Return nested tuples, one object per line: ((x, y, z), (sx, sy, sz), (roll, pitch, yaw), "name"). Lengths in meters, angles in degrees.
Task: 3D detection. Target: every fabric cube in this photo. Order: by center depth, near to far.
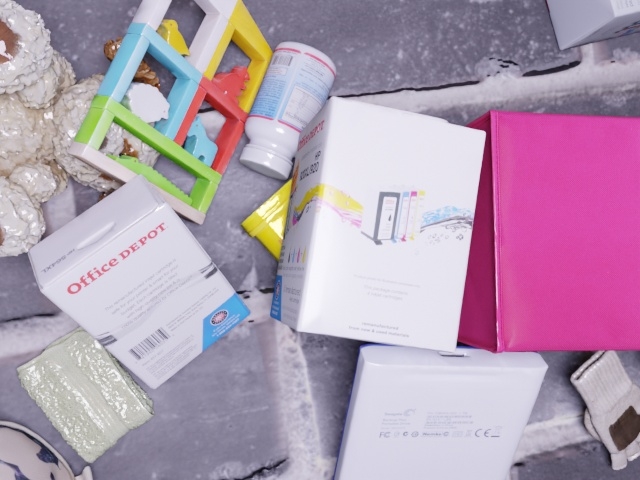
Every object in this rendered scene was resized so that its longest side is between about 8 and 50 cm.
((0.278, -0.002, 0.733), (0.259, 0.259, 0.253), (-1, 88, -9), "fabric cube")

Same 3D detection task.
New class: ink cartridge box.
((0.054, -0.012, 0.660), (0.169, 0.171, 0.232), (10, 86, -13), "ink cartridge box")
((-0.195, 0.050, 0.672), (0.148, 0.086, 0.203), (-37, 133, -10), "ink cartridge box")
((0.433, -0.368, 0.846), (0.176, 0.127, 0.128), (-17, 90, -12), "ink cartridge box")

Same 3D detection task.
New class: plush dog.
((-0.296, -0.124, 0.691), (0.226, 0.211, 0.262), (3, 105, -28), "plush dog")

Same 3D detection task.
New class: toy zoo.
((-0.151, -0.187, 0.705), (0.030, 0.192, 0.293), (15, 77, 34), "toy zoo")

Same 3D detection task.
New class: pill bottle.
((-0.044, -0.163, 0.765), (0.087, 0.087, 0.160), (22, 84, -9), "pill bottle")

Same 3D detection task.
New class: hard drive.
((0.125, 0.267, 0.720), (0.211, 0.040, 0.318), (4, 116, -11), "hard drive")

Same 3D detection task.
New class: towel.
((-0.287, 0.187, 0.731), (0.110, 0.027, 0.148), (-37, 94, -10), "towel")

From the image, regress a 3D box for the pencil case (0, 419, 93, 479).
((-0.439, 0.384, 0.624), (0.410, 0.160, 0.183), (-47, 140, -10), "pencil case")

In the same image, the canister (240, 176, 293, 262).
((0.000, 0.000, 0.773), (0.126, 0.073, 0.170), (-43, 97, -10), "canister")

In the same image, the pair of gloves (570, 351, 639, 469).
((0.467, 0.191, 0.828), (0.240, 0.042, 0.204), (-34, 119, -9), "pair of gloves")
